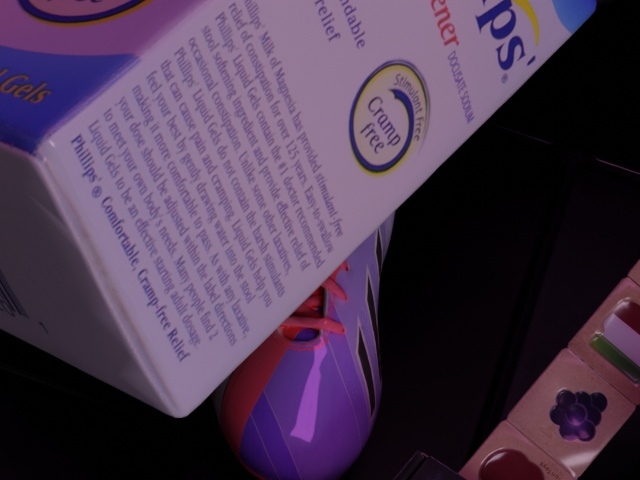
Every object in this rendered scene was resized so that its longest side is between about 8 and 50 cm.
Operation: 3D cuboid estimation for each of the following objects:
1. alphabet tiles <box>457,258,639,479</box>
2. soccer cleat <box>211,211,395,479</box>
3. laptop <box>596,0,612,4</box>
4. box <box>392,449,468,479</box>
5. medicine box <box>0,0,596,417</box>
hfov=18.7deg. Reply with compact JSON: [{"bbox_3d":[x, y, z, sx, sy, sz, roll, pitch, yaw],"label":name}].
[{"bbox_3d":[0.206,0.106,0.815,0.237,0.009,0.198,41,88,2],"label":"alphabet tiles"},{"bbox_3d":[0.000,0.000,0.903,0.083,0.095,0.248,12,48,0],"label":"soccer cleat"},{"bbox_3d":[0.102,-0.188,1.054,0.234,0.136,0.264,-15,59,-23],"label":"laptop"},{"bbox_3d":[0.068,0.196,0.764,0.180,0.077,0.147,32,51,16],"label":"box"},{"bbox_3d":[-0.075,-0.103,0.852,0.263,0.149,0.289,21,55,41],"label":"medicine box"}]
